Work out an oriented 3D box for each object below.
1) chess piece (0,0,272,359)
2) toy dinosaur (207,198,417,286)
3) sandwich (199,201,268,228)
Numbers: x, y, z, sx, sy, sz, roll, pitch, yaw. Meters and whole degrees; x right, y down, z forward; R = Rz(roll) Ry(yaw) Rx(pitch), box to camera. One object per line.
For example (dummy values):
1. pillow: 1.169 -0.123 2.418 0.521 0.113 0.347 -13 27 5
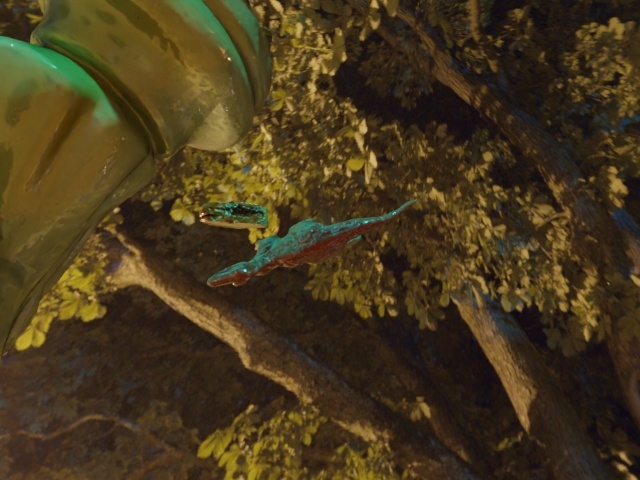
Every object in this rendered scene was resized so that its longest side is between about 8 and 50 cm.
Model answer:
1. chess piece: -0.175 -0.043 0.376 0.176 0.176 0.298 35 -108 -4
2. toy dinosaur: 0.000 0.000 0.720 0.242 0.167 0.053 -16 -84 10
3. sandwich: -0.140 -0.041 0.990 0.093 0.105 0.035 -3 -97 47
